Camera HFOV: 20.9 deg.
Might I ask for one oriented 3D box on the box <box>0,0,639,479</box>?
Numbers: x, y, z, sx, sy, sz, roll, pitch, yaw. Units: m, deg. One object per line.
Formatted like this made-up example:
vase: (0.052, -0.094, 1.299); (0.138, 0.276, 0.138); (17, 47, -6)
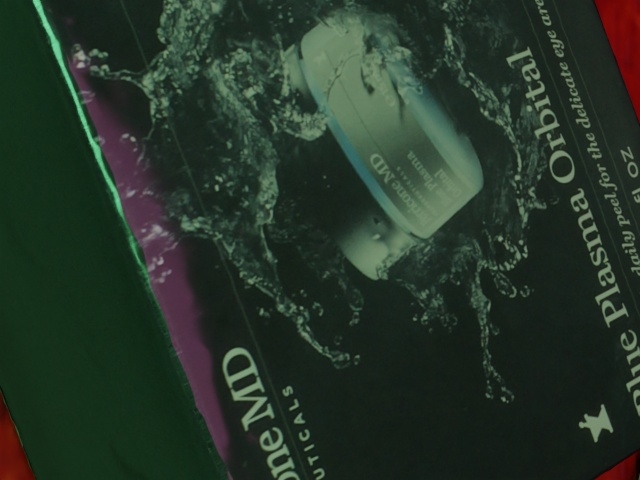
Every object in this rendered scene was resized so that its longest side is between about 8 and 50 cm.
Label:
box: (0.000, 0.000, 0.430); (0.158, 0.093, 0.156); (-24, 94, -36)

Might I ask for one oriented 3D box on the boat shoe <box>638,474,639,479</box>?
boat shoe: (0.137, 0.167, 0.484); (0.113, 0.105, 0.306); (34, 62, -25)
